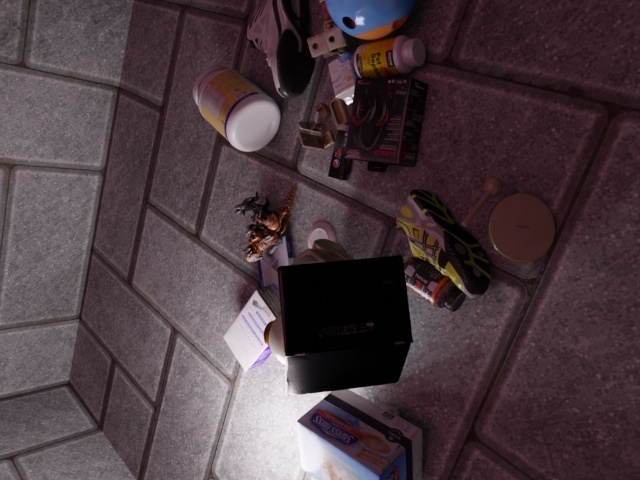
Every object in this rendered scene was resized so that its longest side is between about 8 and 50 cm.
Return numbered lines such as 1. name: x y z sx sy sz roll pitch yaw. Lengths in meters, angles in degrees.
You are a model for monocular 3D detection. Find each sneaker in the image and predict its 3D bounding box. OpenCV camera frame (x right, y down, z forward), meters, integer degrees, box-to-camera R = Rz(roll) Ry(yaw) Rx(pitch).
1. sneaker: 0.362 0.022 1.529 0.147 0.145 0.385 -56 47 36
2. sneaker: -0.162 -0.728 1.961 0.257 0.169 0.448 -12 76 50

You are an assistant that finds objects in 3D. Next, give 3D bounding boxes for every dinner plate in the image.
1. dinner plate: 0.000 0.000 1.912 0.141 0.017 0.141 0 90 41

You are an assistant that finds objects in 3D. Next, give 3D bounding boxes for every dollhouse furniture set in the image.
1. dollhouse furniture set: 0.006 -0.426 1.820 0.151 0.123 0.144 -29 73 38
2. dollhouse furniture set: 0.020 -0.734 1.741 0.128 0.129 0.184 -14 102 24

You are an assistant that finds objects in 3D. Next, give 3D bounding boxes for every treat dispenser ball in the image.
1. treat dispenser ball: 0.154 -0.769 1.568 0.288 0.288 0.289 2 93 41

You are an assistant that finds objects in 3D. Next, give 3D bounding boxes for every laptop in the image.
1. laptop: 0.068 0.275 1.598 0.236 0.381 0.409 134 131 -79

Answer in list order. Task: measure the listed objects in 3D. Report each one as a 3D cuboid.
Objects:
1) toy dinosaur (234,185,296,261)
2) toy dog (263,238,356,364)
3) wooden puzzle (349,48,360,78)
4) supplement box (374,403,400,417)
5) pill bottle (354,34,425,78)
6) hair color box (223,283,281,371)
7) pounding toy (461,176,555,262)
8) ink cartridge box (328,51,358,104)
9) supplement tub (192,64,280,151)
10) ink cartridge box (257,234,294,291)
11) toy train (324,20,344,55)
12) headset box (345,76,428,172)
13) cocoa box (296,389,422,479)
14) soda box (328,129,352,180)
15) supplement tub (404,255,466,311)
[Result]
1. toy dinosaur: -0.203 -0.070 2.013 0.322 0.164 0.218 -41 58 -13
2. toy dog: -0.017 0.240 1.703 0.284 0.395 0.408 32 106 23
3. wooden puzzle: 0.135 -0.599 1.722 0.078 0.116 0.014 45 149 -20
4. supplement box: 0.219 0.590 1.724 0.098 0.036 0.062 -7 87 43
5. pill bottle: 0.221 -0.582 1.629 0.214 0.117 0.118 5 94 41
6. hair color box: -0.244 0.353 2.053 0.185 0.110 0.339 52 129 19
7. pounding toy: 0.504 -0.044 1.396 0.236 0.110 0.183 34 83 -2
8. ink cartridge box: 0.101 -0.550 1.754 0.092 0.089 0.143 -20 78 40
9. supplement tub: -0.341 -0.534 2.045 0.331 0.241 0.241 45 119 32
10. ink cartridge box: -0.193 0.105 2.066 0.223 0.045 0.224 -14 82 41
11. toy train: 0.053 -0.748 1.818 0.125 0.046 0.167 20 104 39
12. headset box: 0.208 -0.367 1.652 0.218 0.110 0.294 15 101 40
13. cocoa box: 0.123 0.679 1.649 0.347 0.227 0.232 19 123 40
14. soda box: 0.079 -0.300 1.806 0.060 0.053 0.169 23 106 39
15. supplement tub: 0.342 0.134 1.555 0.197 0.106 0.106 36 114 35
